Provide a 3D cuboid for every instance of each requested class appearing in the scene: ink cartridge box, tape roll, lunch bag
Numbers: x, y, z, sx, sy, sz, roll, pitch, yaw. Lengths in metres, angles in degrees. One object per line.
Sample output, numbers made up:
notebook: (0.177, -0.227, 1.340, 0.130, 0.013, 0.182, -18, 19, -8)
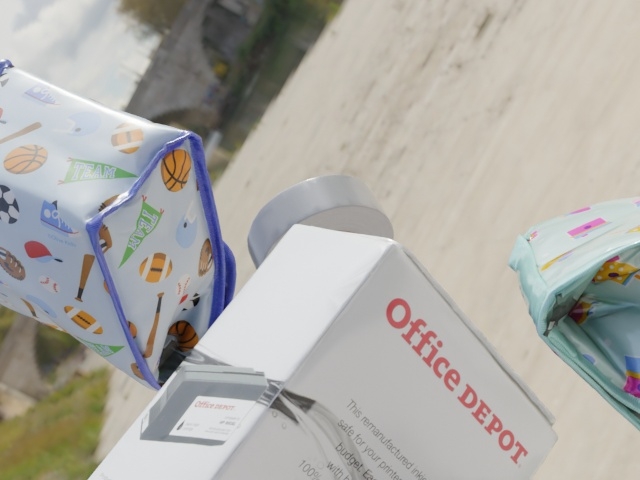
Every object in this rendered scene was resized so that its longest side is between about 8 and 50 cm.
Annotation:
ink cartridge box: (-0.014, 0.224, 1.095, 0.395, 0.285, 0.166, -51, 31, -17)
tape roll: (0.000, 0.000, 1.958, 0.219, 0.219, 0.072, -57, 44, 35)
lunch bag: (-0.292, 0.005, 1.596, 0.239, 0.328, 0.385, -47, -35, -33)
lunch bag: (0.261, 0.045, 0.849, 0.223, 0.262, 0.160, -67, -19, -77)
